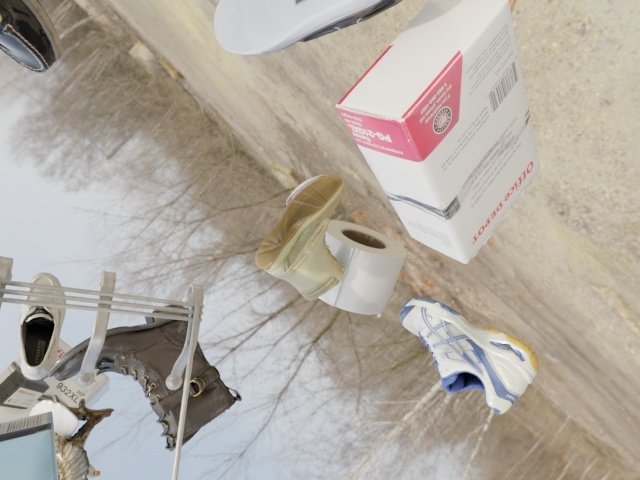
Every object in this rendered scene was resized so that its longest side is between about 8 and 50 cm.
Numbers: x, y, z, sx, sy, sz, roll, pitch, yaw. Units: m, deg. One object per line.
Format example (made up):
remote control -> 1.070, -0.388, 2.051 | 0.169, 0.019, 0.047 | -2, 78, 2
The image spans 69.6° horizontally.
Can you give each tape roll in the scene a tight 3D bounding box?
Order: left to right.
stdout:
tape roll -> 0.092, 0.067, 1.250 | 0.245, 0.169, 0.246 | 17, -163, -5

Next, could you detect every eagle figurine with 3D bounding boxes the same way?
eagle figurine -> -0.545, 0.498, 0.967 | 0.225, 0.226, 0.299 | 30, -137, -29

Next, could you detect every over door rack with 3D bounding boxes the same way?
over door rack -> -0.267, 0.195, 0.514 | 0.239, 0.325, 0.108 | 12, 153, -28

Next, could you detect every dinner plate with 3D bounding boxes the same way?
dinner plate -> -0.039, -0.143, 1.285 | 0.017, 0.141, 0.141 | 55, -179, 11

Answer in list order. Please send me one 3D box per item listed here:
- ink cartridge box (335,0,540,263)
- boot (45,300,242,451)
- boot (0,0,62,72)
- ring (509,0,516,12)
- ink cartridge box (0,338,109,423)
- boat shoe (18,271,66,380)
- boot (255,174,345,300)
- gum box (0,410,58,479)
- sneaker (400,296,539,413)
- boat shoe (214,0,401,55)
ink cartridge box -> 0.149, -0.115, 0.525 | 0.100, 0.172, 0.237 | 29, 164, 45
boot -> -0.285, 0.244, 0.773 | 0.229, 0.262, 0.091 | 67, 155, 2
boot -> -0.520, -0.266, 0.586 | 0.138, 0.285, 0.377 | 17, 166, 5
ring -> 0.316, -0.530, 0.863 | 0.336, 0.032, 0.338 | 177, 90, -86
ink cartridge box -> -0.766, 0.436, 1.235 | 0.223, 0.307, 0.129 | 39, 142, 0
boat shoe -> -0.659, 0.186, 1.080 | 0.096, 0.088, 0.268 | 6, -124, -24
boot -> 0.000, 0.000, 1.053 | 0.095, 0.262, 0.203 | 31, 172, 48
gum box -> -0.239, 0.216, 0.271 | 0.156, 0.185, 0.041 | -5, -178, -30
sneaker -> 0.240, 0.205, 0.857 | 0.112, 0.131, 0.296 | 46, 165, -33
boat shoe -> -0.008, -0.239, 0.463 | 0.228, 0.080, 0.076 | -7, -176, 36
